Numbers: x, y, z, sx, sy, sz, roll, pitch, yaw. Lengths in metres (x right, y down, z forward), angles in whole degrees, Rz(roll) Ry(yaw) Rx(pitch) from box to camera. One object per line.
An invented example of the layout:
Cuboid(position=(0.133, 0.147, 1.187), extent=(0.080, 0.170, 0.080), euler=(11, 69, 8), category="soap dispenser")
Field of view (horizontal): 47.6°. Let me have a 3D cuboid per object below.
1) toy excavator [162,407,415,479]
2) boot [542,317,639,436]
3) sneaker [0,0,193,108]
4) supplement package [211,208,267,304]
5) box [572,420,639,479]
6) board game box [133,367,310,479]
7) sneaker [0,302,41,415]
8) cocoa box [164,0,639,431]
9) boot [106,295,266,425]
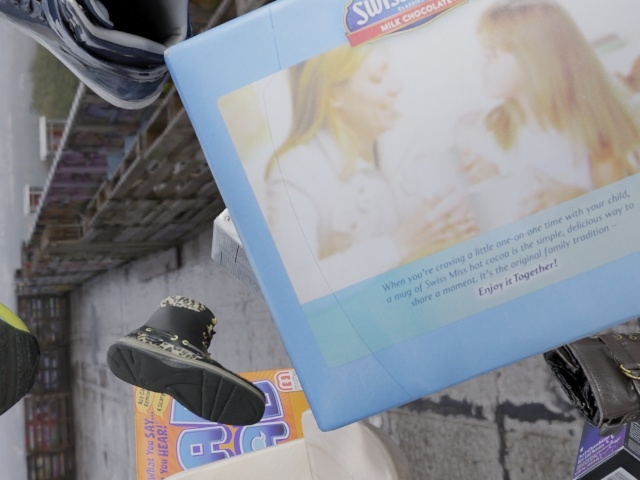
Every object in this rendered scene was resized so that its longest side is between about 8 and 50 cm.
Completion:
Cuboid(position=(-0.174, 0.319, 0.533), extent=(0.222, 0.433, 0.445), euler=(48, -129, -63), category="toy excavator")
Cuboid(position=(0.387, 0.130, 0.912), extent=(0.263, 0.229, 0.091), euler=(-103, 19, -54), category="boot")
Cuboid(position=(-0.187, -0.185, 0.486), extent=(0.086, 0.226, 0.163), euler=(-61, 20, -12), category="sneaker")
Cuboid(position=(0.000, 0.000, 0.932), extent=(0.203, 0.194, 0.149), euler=(41, 160, 6), category="supplement package")
Cuboid(position=(0.615, 0.417, 1.471), extent=(0.108, 0.207, 0.153), euler=(37, 127, 4), category="box")
Cuboid(position=(-0.191, 0.521, 1.486), extent=(0.356, 0.357, 0.356), euler=(102, 160, -43), category="board game box")
Cuboid(position=(-0.223, 0.041, 0.320), extent=(0.094, 0.209, 0.081), euler=(-83, -4, -85), category="sneaker")
Cuboid(position=(0.121, -0.070, 0.468), extent=(0.228, 0.347, 0.231), euler=(-64, -48, -83), category="cocoa box")
Cuboid(position=(-0.173, 0.168, 1.078), extent=(0.178, 0.236, 0.085), euler=(-61, -9, -65), category="boot")
